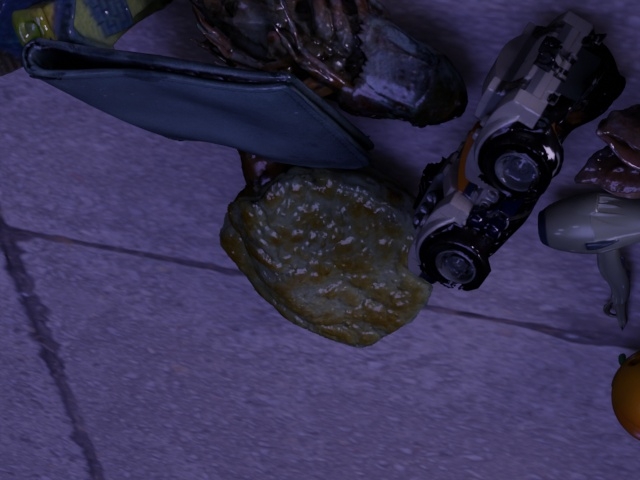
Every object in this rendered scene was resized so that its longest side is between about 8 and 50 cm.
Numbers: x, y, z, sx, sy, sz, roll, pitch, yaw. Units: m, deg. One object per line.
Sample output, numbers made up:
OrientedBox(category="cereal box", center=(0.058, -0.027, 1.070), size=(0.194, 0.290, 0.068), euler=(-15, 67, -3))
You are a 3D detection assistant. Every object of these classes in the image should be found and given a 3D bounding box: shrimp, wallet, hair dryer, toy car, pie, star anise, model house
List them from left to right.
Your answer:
OrientedBox(category="model house", center=(-0.288, -0.270, 1.561), size=(0.214, 0.189, 0.195), euler=(7, 134, 29))
OrientedBox(category="wallet", center=(-0.116, -0.135, 1.502), size=(0.290, 0.054, 0.251), euler=(12, 175, 24))
OrientedBox(category="shrimp", center=(-0.018, -0.227, 1.485), size=(0.372, 0.137, 0.172), euler=(25, 102, -6))
OrientedBox(category="pie", center=(0.007, 0.006, 1.695), size=(0.257, 0.105, 0.274), euler=(25, 139, 7))
OrientedBox(category="toy car", center=(0.170, -0.072, 1.453), size=(0.118, 0.193, 0.301), euler=(33, 140, 1))
OrientedBox(category="hair dryer", center=(0.333, 0.019, 1.550), size=(0.167, 0.067, 0.199), euler=(-15, 131, 34))
OrientedBox(category="star anise", center=(0.352, -0.090, 1.381), size=(0.212, 0.073, 0.197), euler=(17, 141, -21))

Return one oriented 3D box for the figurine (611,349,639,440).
OrientedBox(category="figurine", center=(0.410, 0.175, 1.591), size=(0.222, 0.124, 0.324), euler=(18, 140, 17))
